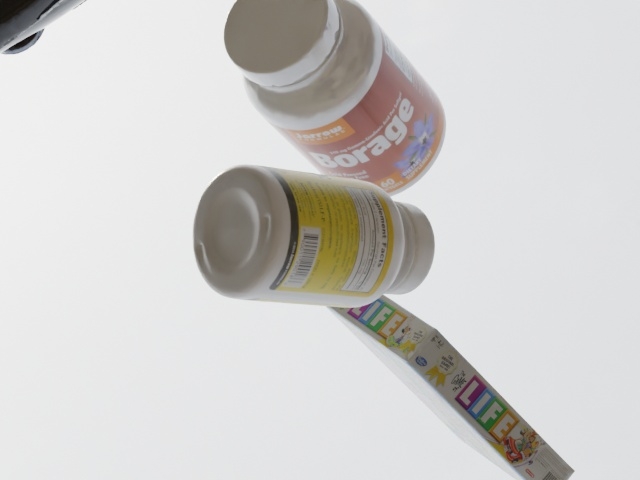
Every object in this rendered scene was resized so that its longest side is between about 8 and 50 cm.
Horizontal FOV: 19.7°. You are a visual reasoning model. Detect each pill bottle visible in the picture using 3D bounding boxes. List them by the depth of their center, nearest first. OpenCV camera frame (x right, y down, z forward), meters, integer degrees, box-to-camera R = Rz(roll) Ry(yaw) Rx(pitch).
[{"bbox_3d":[0.000,0.000,0.902,0.116,0.065,0.065,7,-127,-44],"label":"pill bottle"},{"bbox_3d":[0.010,-0.127,1.509,0.121,0.216,0.121,-12,-117,23],"label":"pill bottle"}]

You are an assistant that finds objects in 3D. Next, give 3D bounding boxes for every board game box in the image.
[{"bbox_3d":[0.078,0.089,1.121,0.026,0.154,0.103,-49,-146,-6],"label":"board game box"}]

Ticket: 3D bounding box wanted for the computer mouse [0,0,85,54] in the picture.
[{"bbox_3d":[-0.129,-0.121,0.832,0.060,0.184,0.262,34,-85,-15],"label":"computer mouse"}]
